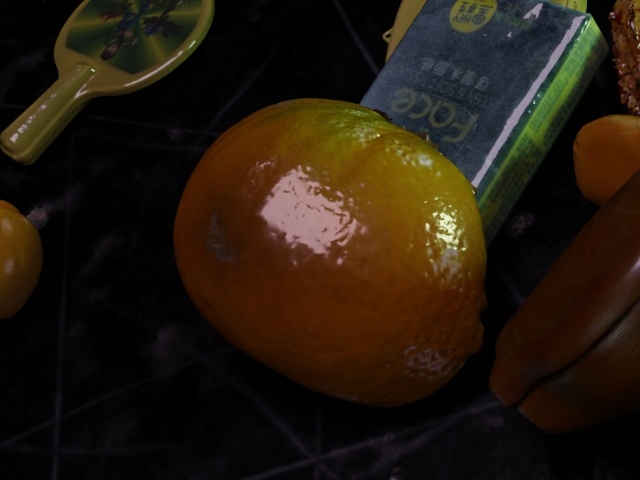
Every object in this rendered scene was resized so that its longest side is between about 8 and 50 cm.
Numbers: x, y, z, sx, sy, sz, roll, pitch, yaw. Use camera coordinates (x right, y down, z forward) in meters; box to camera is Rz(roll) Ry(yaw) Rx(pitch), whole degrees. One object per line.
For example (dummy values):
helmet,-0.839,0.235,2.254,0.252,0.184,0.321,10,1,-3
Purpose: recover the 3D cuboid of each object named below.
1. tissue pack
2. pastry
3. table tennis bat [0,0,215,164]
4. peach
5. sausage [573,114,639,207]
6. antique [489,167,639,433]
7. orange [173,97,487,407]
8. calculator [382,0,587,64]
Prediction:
tissue pack,0.135,-0.118,1.435,0.185,0.081,0.257,26,80,41
pastry,0.306,-0.161,1.400,0.063,0.087,0.169,-41,35,43
table tennis bat,-0.255,-0.210,1.768,0.198,0.050,0.321,29,68,38
peach,-0.362,0.019,1.594,0.138,0.138,0.138,-15,51,18
sausage,0.326,-0.048,1.293,0.238,0.098,0.098,18,66,34
antique,0.256,0.039,1.192,0.278,0.129,0.223,-51,4,18
orange,-0.004,0.002,1.373,0.274,0.274,0.310,-33,25,2
calculator,0.170,-0.225,1.552,0.236,0.033,0.157,-4,56,28
